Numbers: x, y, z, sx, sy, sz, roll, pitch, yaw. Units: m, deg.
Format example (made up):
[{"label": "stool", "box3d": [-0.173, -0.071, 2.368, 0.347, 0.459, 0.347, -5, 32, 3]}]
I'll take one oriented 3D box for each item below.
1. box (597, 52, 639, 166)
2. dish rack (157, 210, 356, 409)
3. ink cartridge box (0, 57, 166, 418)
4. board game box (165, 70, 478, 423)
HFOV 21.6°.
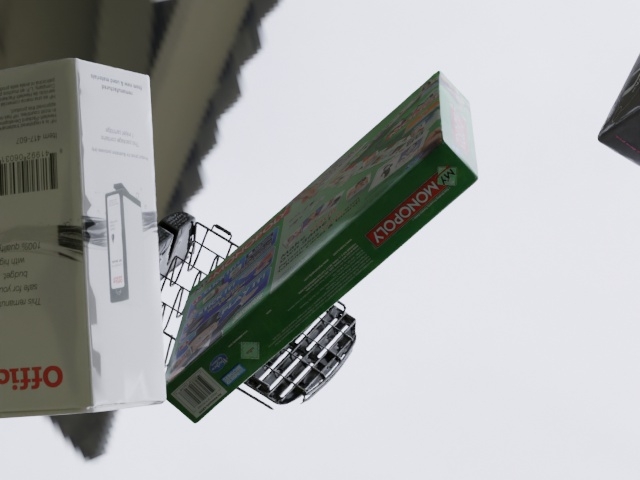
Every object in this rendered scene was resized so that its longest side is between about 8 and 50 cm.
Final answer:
[{"label": "box", "box3d": [0.317, -0.078, 0.980, 0.247, 0.163, 0.142, 30, -15, -6]}, {"label": "dish rack", "box3d": [-0.104, 0.083, 1.773, 0.271, 0.208, 0.074, 30, -52, 13]}, {"label": "ink cartridge box", "box3d": [-0.178, 0.004, 1.008, 0.148, 0.086, 0.203, -5, -95, 27]}, {"label": "board game box", "box3d": [0.000, 0.000, 1.436, 0.317, 0.213, 0.046, -41, -77, 17]}]
